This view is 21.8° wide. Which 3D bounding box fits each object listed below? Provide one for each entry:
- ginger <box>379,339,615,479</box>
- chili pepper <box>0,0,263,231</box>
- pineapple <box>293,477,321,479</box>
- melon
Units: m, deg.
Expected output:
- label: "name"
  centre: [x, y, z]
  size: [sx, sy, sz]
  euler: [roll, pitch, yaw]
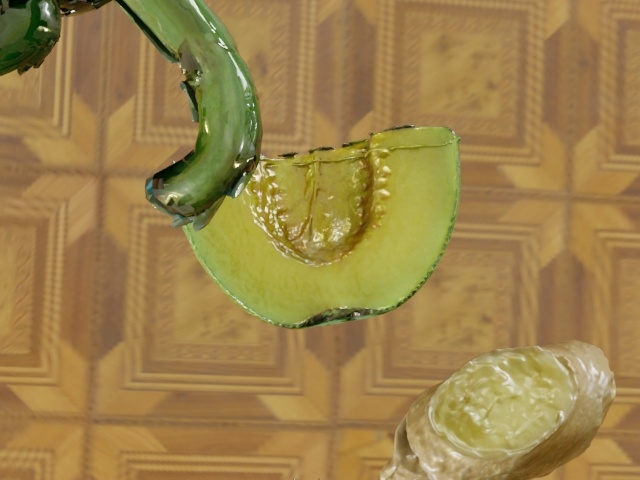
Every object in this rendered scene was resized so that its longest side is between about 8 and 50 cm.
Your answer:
- label: "ginger"
  centre: [0.190, 0.199, 1.726]
  size: [0.276, 0.221, 0.130]
  euler: [-24, 67, -10]
- label: "chili pepper"
  centre: [-0.104, -0.128, 0.586]
  size: [0.261, 0.165, 0.174]
  euler: [43, 123, -6]
- label: "pineapple"
  centre: [-0.029, 0.154, 0.735]
  size: [0.124, 0.058, 0.058]
  euler: [-38, 94, 0]
- label: "melon"
  centre: [0.000, 0.000, 1.523]
  size: [0.265, 0.129, 0.169]
  euler: [-7, 80, -6]
